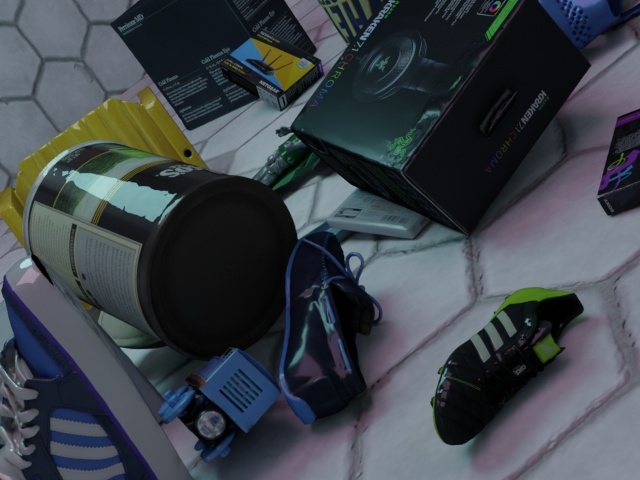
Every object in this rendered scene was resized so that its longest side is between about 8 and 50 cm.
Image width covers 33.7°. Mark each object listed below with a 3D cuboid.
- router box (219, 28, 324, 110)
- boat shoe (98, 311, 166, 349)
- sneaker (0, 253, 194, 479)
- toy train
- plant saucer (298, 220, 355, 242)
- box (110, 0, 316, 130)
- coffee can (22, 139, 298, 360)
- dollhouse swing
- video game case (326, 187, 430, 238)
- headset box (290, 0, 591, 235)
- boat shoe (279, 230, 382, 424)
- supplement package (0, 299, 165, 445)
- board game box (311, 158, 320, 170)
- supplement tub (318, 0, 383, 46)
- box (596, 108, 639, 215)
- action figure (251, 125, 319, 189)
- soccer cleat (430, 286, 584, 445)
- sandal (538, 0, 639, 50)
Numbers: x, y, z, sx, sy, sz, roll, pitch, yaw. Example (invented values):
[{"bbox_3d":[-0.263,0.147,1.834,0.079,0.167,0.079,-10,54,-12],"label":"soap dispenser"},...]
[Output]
[{"bbox_3d":[-0.102,-0.358,2.202,0.179,0.046,0.133,33,65,31],"label":"router box"},{"bbox_3d":[-0.157,0.076,1.368,0.324,0.097,0.116,-25,55,33],"label":"boat shoe"},{"bbox_3d":[-0.274,0.194,0.968,0.236,0.322,0.130,-33,37,-11],"label":"sneaker"},{"bbox_3d":[-0.103,0.162,1.068,0.105,0.080,0.184,-45,4,-11],"label":"toy train"},{"bbox_3d":[0.000,0.000,1.399,0.192,0.018,0.067,-33,20,5],"label":"plant saucer"},{"bbox_3d":[-0.245,-0.469,2.428,0.343,0.312,0.179,-17,28,41],"label":"box"},{"bbox_3d":[-0.189,0.003,1.216,0.275,0.201,0.201,18,54,46],"label":"coffee can"},{"bbox_3d":[-0.377,-0.079,1.832,0.347,0.315,0.305,-36,0,-1],"label":"dollhouse swing"},{"bbox_3d":[0.103,-0.060,1.332,0.143,0.019,0.157,-45,30,-25],"label":"video game case"},{"bbox_3d":[0.137,-0.164,1.240,0.246,0.131,0.283,-53,33,-4],"label":"headset box"},{"bbox_3d":[0.020,0.084,1.090,0.089,0.109,0.258,-21,40,18],"label":"boat shoe"},{"bbox_3d":[-0.343,0.179,1.316,0.175,0.177,0.293,-43,20,-17],"label":"supplement package"},{"bbox_3d":[0.051,-0.164,1.649,0.168,0.033,0.133,-51,-1,-9],"label":"board game box"},{"bbox_3d":[0.130,-0.357,1.538,0.235,0.324,0.235,-31,20,13],"label":"supplement tub"},{"bbox_3d":[0.339,-0.094,1.041,0.116,0.029,0.162,-22,23,36],"label":"box"},{"bbox_3d":[-0.039,-0.149,1.692,0.232,0.063,0.137,-42,26,10],"label":"action figure"},{"bbox_3d":[0.153,0.097,0.868,0.072,0.060,0.179,-9,30,49],"label":"soccer cleat"},{"bbox_3d":[0.332,-0.302,1.397,0.317,0.126,0.138,-45,25,-20],"label":"sandal"}]
